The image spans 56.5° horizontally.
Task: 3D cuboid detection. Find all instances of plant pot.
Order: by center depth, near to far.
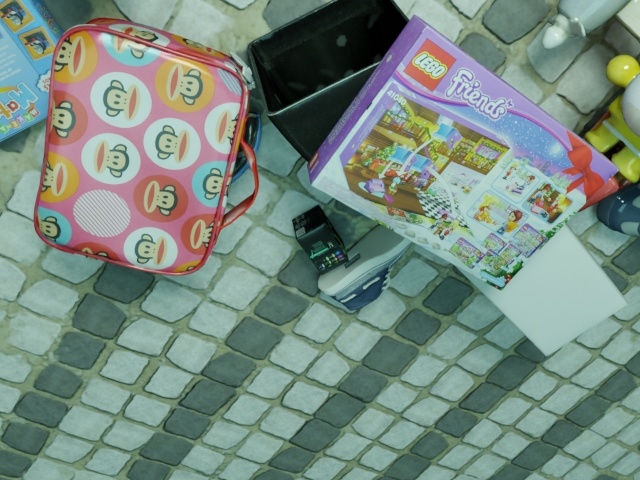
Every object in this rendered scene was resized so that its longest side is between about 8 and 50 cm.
[{"bbox_3d":[0.036,-0.184,0.758,0.188,0.188,0.167,-24,135,7],"label":"plant pot"}]

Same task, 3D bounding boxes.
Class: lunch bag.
[{"bbox_3d":[-0.200,-0.104,0.740,0.258,0.120,0.293,14,112,-13],"label":"lunch bag"}]

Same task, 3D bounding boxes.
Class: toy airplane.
[{"bbox_3d":[0.452,-0.188,0.693,0.273,0.386,0.384,-24,117,-43],"label":"toy airplane"}]

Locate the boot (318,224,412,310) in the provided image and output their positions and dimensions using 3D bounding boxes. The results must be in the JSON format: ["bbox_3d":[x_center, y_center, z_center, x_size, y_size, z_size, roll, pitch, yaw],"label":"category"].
[{"bbox_3d":[0.092,0.042,0.978,0.190,0.069,0.086,-35,129,23],"label":"boot"}]

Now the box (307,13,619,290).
[{"bbox_3d":[0.161,-0.083,0.676,0.293,0.057,0.201,28,115,-23],"label":"box"}]

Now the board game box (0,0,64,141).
[{"bbox_3d":[-0.402,-0.242,0.726,0.160,0.039,0.211,-24,123,7],"label":"board game box"}]

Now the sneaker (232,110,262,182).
[{"bbox_3d":[-0.155,-0.113,0.831,0.188,0.067,0.078,-37,127,18],"label":"sneaker"}]

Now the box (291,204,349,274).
[{"bbox_3d":[0.000,0.000,0.931,0.052,0.062,0.083,-29,123,9],"label":"box"}]

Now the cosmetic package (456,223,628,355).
[{"bbox_3d":[0.271,-0.017,0.884,0.155,0.197,0.365,-39,119,16],"label":"cosmetic package"}]

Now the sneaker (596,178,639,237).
[{"bbox_3d":[0.615,-0.027,0.968,0.319,0.131,0.112,5,122,-12],"label":"sneaker"}]
